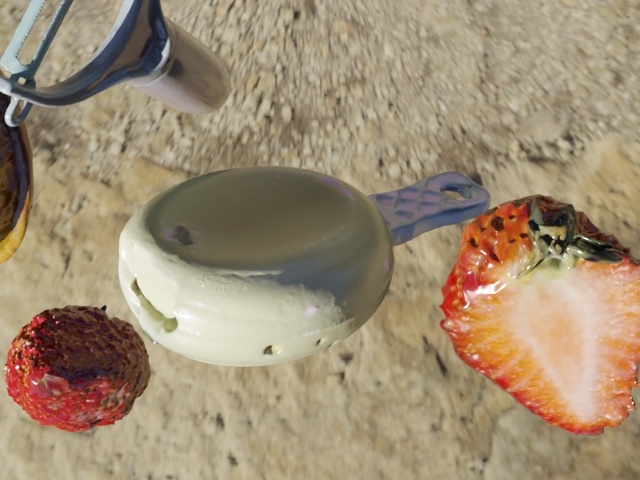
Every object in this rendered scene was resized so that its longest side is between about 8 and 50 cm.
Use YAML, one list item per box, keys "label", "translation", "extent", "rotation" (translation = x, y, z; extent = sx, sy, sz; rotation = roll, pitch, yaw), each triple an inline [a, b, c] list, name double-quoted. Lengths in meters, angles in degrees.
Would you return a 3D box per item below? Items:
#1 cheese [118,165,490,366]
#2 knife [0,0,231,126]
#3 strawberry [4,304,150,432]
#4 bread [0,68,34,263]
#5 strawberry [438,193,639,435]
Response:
- label: "cheese"
  translation: [0.000, 0.000, 0.835]
  extent: [0.227, 0.137, 0.064]
  rotation: [-17, 131, -30]
- label: "knife"
  translation: [-0.102, -0.101, 0.889]
  extent: [0.053, 0.278, 0.123]
  rotation: [33, 93, 14]
- label: "strawberry"
  translation: [-0.217, 0.120, 1.326]
  extent: [0.131, 0.148, 0.131]
  rotation: [-2, 112, -6]
- label: "bread"
  translation: [-0.409, -0.091, 1.373]
  extent: [0.312, 0.172, 0.312]
  rotation: [15, 121, 26]
- label: "strawberry"
  translation: [0.178, 0.041, 1.149]
  extent: [0.175, 0.106, 0.236]
  rotation: [10, 141, -2]
